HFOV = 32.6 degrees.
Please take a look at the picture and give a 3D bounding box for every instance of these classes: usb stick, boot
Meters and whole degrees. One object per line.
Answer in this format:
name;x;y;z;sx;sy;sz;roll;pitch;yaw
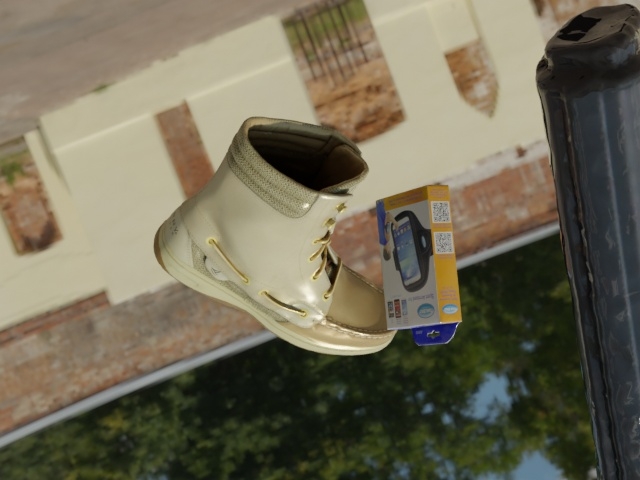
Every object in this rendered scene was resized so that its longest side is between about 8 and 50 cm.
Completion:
usb stick;0.136;0.042;0.468;0.045;0.278;0.077;0;-153;32
boot;0.000;0.000;1.020;0.203;0.261;0.095;-47;-157;43

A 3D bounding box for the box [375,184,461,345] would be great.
box;0.086;0.024;0.968;0.028;0.136;0.081;1;171;-31
